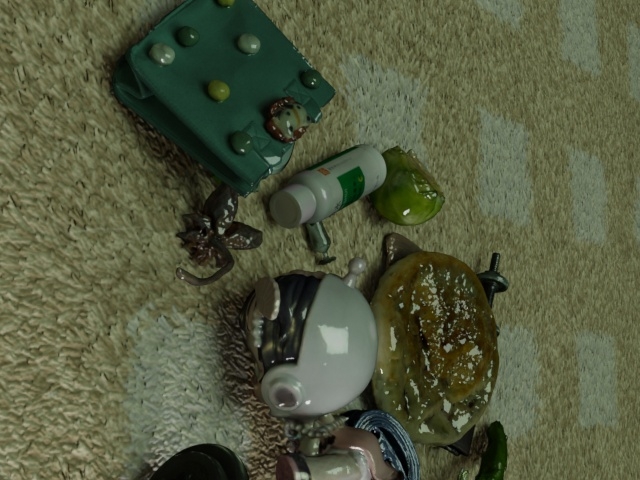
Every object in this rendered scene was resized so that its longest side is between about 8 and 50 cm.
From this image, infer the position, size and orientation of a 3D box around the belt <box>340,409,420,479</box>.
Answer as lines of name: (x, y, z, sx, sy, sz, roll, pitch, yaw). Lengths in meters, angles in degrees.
belt: (0.096, 0.384, 1.719, 0.141, 0.082, 0.190, -30, 99, -36)

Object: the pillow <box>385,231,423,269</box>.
pillow: (0.159, 0.092, 1.908, 0.135, 0.034, 0.211, 30, 61, -41)

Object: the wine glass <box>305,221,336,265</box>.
wine glass: (0.000, 0.000, 1.712, 0.042, 0.039, 0.083, -33, 107, -47)

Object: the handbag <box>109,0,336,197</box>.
handbag: (-0.131, -0.237, 1.438, 0.274, 0.100, 0.269, 42, 49, -4)

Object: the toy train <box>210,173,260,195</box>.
toy train: (-0.108, -0.151, 1.573, 0.081, 0.060, 0.202, 52, 45, -26)

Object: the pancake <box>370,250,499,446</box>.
pancake: (0.222, 0.206, 1.872, 0.387, 0.082, 0.387, 6, 81, -41)

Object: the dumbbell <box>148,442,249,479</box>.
dumbbell: (-0.139, 0.400, 1.350, 0.290, 0.192, 0.192, 47, 50, -40)

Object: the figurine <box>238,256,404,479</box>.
figurine: (-0.002, 0.216, 1.540, 0.253, 0.211, 0.361, -163, -120, -83)

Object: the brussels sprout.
brussels sprout: (0.156, -0.096, 1.863, 0.149, 0.122, 0.152, 36, 23, -52)

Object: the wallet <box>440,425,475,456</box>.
wallet: (0.259, 0.299, 1.971, 0.182, 0.049, 0.229, 36, 59, -25)

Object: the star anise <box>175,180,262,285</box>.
star anise: (-0.138, 0.000, 1.398, 0.218, 0.227, 0.148, 1, 108, -29)

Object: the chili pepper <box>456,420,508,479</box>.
chili pepper: (0.343, 0.455, 1.987, 0.359, 0.076, 0.085, -18, 110, -71)

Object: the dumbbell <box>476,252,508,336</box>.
dumbbell: (0.360, 0.142, 2.121, 0.081, 0.081, 0.254, 40, 56, -42)

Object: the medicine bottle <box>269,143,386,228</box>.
medicine bottle: (0.014, -0.093, 1.695, 0.260, 0.095, 0.095, -28, 107, -49)

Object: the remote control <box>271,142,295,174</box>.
remote control: (-0.080, -0.203, 1.550, 0.097, 0.045, 0.256, 23, 52, -18)
